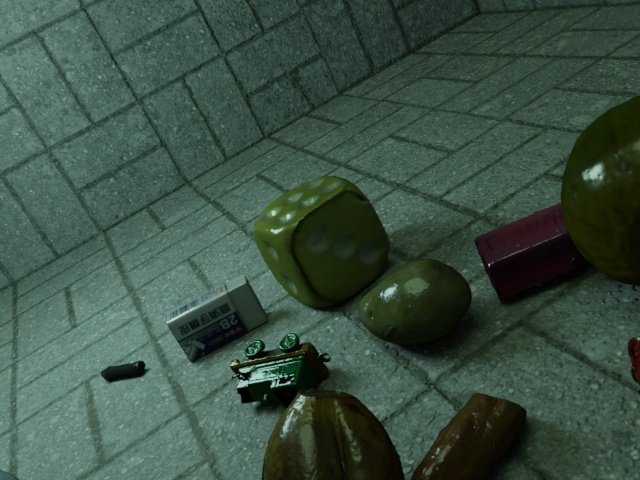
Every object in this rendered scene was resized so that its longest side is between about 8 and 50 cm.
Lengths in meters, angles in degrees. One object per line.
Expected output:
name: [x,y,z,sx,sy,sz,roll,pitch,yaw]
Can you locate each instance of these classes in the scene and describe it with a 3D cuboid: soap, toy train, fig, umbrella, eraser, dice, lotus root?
soap: [0.437,0.011,1.381,0.250,0.099,0.162,-23,17,8]
toy train: [-0.085,0.266,1.399,0.228,0.091,0.136,-16,36,22]
fig: [0.566,-0.099,1.178,0.343,0.343,0.343,-22,24,10]
umbrella: [-0.489,0.324,1.761,0.133,0.031,0.036,-14,25,27]
eraser: [-0.245,0.182,1.684,0.210,0.124,0.068,-27,23,-2]
dice: [0.000,0.000,1.670,0.238,0.233,0.227,-35,24,-19]
lotus root: [0.019,0.306,1.026,0.199,0.179,0.188,-8,-12,37]

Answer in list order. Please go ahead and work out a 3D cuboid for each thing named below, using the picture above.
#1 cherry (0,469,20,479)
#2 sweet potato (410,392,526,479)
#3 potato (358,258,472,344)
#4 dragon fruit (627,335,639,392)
cherry: [-0.645,0.534,1.264,0.255,0.218,0.296,-24,18,22]
sweet potato: [0.204,0.302,1.021,0.252,0.097,0.097,-35,25,-29]
potato: [0.177,0.119,1.354,0.235,0.160,0.178,-25,-19,38]
dragon fruit: [0.508,0.178,0.935,0.208,0.133,0.150,9,37,36]
